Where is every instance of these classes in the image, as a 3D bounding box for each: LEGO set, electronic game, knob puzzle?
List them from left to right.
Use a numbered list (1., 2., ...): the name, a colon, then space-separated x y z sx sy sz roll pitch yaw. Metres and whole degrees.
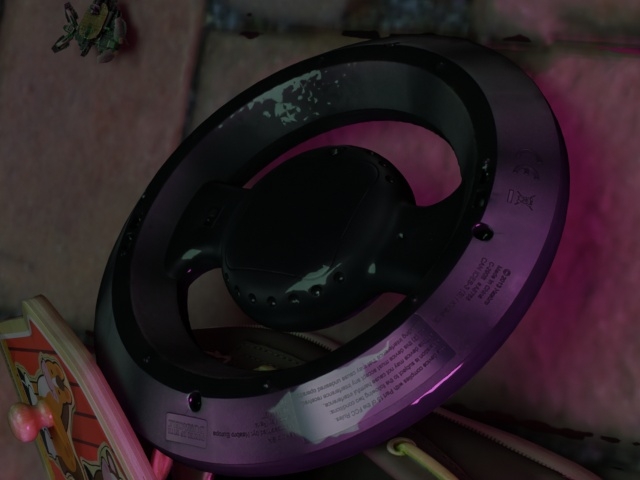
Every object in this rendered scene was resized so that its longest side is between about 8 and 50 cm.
1. knob puzzle: -0.108 0.119 0.791 0.213 0.030 0.213 50 151 41
2. LEGO set: -0.120 -0.124 0.937 0.054 0.023 0.083 -19 59 33
3. electronic game: 0.000 0.000 0.753 0.229 0.048 0.229 -20 44 20

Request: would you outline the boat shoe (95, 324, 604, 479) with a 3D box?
1. boat shoe: -0.014 0.106 0.762 0.324 0.096 0.117 18 97 43
